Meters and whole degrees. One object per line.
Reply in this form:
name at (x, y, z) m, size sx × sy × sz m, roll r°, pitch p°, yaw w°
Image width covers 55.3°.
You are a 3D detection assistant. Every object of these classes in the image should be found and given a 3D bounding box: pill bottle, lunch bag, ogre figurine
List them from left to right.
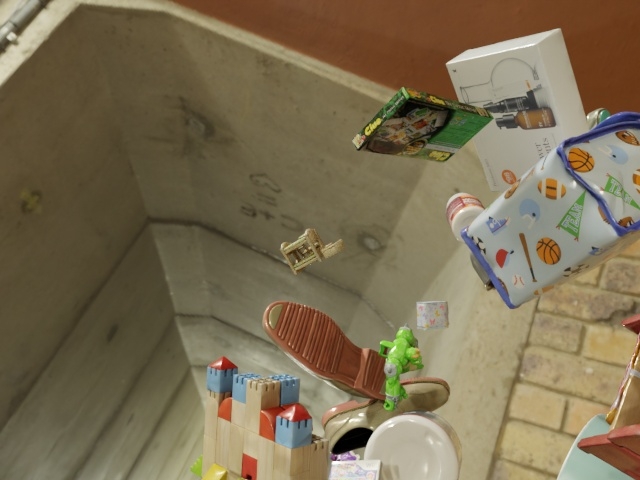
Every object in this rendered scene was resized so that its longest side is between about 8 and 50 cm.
ogre figurine at (0.181, 0.280, 1.394) m, size 0.096 × 0.197 × 0.118 m, roll 24°, pitch -38°, yaw 36°
pill bottle at (0.182, 0.402, 1.142) m, size 0.161 × 0.161 × 0.283 m, roll 17°, pitch -8°, yaw 17°
lunch bag at (0.287, 0.189, 1.542) m, size 0.083 × 0.071 × 0.053 m, roll -1°, pitch -3°, yaw -25°
pill bottle at (0.457, -0.075, 1.905) m, size 0.121 × 0.121 × 0.221 m, roll 28°, pitch 18°, yaw -6°
lunch bag at (0.530, -0.075, 1.217) m, size 0.239 × 0.385 × 0.328 m, roll 61°, pitch -32°, yaw 15°

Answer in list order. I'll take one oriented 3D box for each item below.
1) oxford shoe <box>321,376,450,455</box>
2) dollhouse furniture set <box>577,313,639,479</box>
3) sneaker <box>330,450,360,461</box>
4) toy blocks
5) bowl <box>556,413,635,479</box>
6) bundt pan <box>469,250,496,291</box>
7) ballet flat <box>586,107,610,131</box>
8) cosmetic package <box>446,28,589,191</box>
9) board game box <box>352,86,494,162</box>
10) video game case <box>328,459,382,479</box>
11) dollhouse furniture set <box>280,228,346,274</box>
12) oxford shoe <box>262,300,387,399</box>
oxford shoe at (0.175, 0.458, 1.552) m, size 0.348 × 0.130 × 0.123 m, roll -24°, pitch -65°, yaw 6°
dollhouse furniture set at (0.527, 0.248, 0.707) m, size 0.374 × 0.201 × 0.152 m, roll 32°, pitch -24°, yaw 9°
sneaker at (0.066, 0.622, 1.711) m, size 0.071 × 0.068 × 0.170 m, roll 13°, pitch -3°, yaw -10°
toy blocks at (-0.115, 0.381, 1.220) m, size 0.190 × 0.261 × 0.381 m, roll 4°, pitch 0°, yaw -43°
bowl at (0.546, 0.494, 1.110) m, size 0.163 × 0.312 × 0.311 m, roll 15°, pitch -25°, yaw 41°
bundt pan at (0.548, -0.013, 1.699) m, size 0.124 × 0.330 × 0.331 m, roll 51°, pitch -14°, yaw 25°
ballet flat at (0.811, -0.281, 1.796) m, size 0.072 × 0.213 × 0.068 m, roll 9°, pitch -6°, yaw -25°
cosmetic package at (0.498, -0.300, 1.507) m, size 0.284 × 0.097 × 0.377 m, roll 11°, pitch -49°, yaw 59°
board game box at (0.187, -0.198, 1.086) m, size 0.259 × 0.030 × 0.136 m, roll 0°, pitch -35°, yaw -45°
video game case at (0.047, 0.398, 0.940) m, size 0.087 × 0.122 × 0.011 m, roll -12°, pitch -52°, yaw 25°
dollhouse furniture set at (0.000, 0.000, 1.835) m, size 0.181 × 0.161 × 0.101 m, roll -29°, pitch -87°, yaw 33°
oxford shoe at (0.003, 0.282, 1.470) m, size 0.397 × 0.141 × 0.146 m, roll 38°, pitch -34°, yaw -21°
